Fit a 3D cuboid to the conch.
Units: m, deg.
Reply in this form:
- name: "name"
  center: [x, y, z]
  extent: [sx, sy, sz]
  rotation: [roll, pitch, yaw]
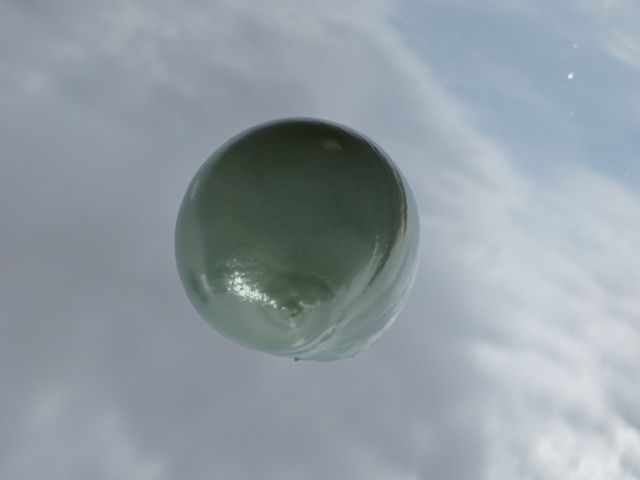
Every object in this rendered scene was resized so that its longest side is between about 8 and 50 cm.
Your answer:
- name: "conch"
  center: [0.003, 0.001, 0.545]
  extent: [0.121, 0.185, 0.221]
  rotation: [3, -160, 43]
